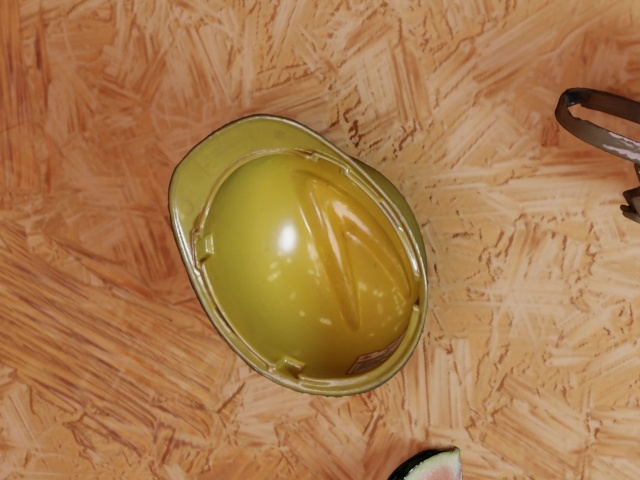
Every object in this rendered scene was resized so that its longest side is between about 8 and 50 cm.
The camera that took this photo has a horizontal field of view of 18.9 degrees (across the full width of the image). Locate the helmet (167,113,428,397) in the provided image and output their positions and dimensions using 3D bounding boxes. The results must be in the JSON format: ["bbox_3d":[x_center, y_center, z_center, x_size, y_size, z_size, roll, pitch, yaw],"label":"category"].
[{"bbox_3d":[0.000,0.000,1.666,0.205,0.140,0.257,-32,93,25],"label":"helmet"}]

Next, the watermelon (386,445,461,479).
[{"bbox_3d":[0.077,0.264,1.746,0.069,0.087,0.163,18,109,59],"label":"watermelon"}]

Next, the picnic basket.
[{"bbox_3d":[0.274,-0.081,1.535,0.178,0.128,0.138,24,108,7],"label":"picnic basket"}]
